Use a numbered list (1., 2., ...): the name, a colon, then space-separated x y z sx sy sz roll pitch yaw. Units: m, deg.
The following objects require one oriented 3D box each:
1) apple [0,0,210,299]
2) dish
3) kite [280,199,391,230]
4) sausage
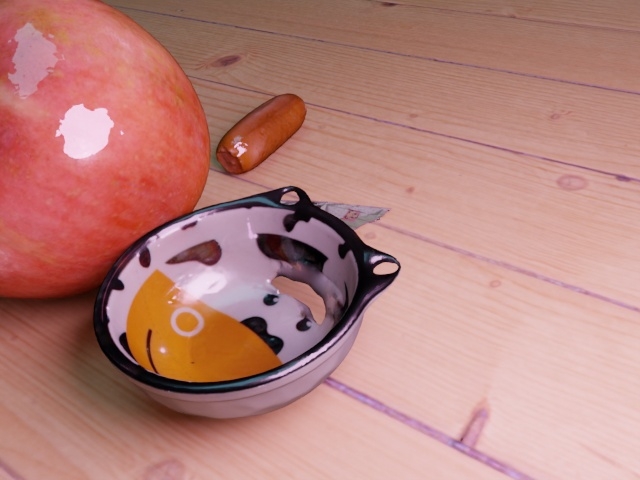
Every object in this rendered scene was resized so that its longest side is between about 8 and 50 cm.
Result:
1. apple: -0.314 -0.107 0.806 0.363 0.364 0.364 -5 37 4
2. dish: -0.077 0.079 0.702 0.303 0.120 0.303 -4 39 4
3. kite: 0.000 0.001 0.882 0.229 0.012 0.250 -23 41 -17
4. sausage: -0.088 -0.174 1.076 0.076 0.076 0.197 16 42 28
